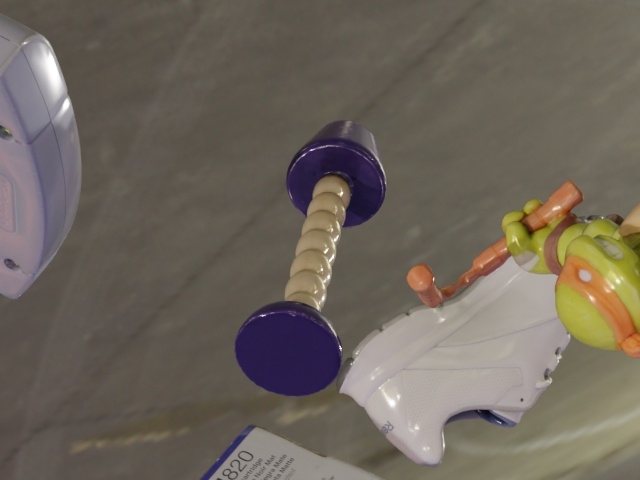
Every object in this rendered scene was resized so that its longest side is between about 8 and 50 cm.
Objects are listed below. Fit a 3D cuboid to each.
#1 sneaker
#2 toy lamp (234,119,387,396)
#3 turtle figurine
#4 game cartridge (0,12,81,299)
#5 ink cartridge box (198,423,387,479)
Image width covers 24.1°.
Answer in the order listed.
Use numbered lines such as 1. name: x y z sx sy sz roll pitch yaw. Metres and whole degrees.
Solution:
1. sneaker: 0.161 0.085 1.281 0.297 0.129 0.111 -32 165 -11
2. toy lamp: 0.000 0.000 1.065 0.080 0.080 0.275 -40 -161 32
3. turtle figurine: 0.164 -0.017 0.546 0.217 0.087 0.269 -32 -178 -21
4. game cartridge: -0.253 -0.072 0.993 0.060 0.196 0.294 -54 171 -29
5. ink cartridge box: -0.005 0.208 0.697 0.223 0.224 0.045 -47 142 -32
